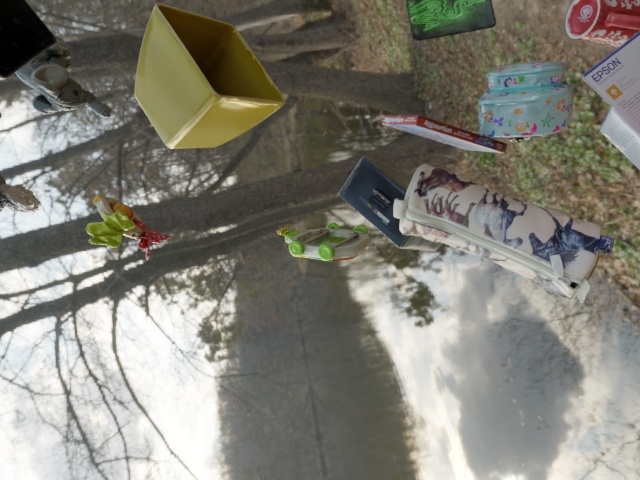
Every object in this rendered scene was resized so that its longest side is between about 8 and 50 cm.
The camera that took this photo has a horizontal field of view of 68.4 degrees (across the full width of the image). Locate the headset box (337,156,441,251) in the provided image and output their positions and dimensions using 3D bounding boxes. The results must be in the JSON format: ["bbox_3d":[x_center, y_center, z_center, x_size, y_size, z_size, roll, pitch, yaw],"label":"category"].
[{"bbox_3d":[0.221,-0.096,1.319,0.246,0.283,0.131,45,111,29],"label":"headset box"}]

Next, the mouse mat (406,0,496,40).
[{"bbox_3d":[0.297,-0.540,1.087,0.007,0.190,0.152,55,-151,-73],"label":"mouse mat"}]

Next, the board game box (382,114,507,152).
[{"bbox_3d":[0.308,-0.264,1.167,0.145,0.281,0.027,26,106,62],"label":"board game box"}]

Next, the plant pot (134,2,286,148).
[{"bbox_3d":[-0.238,-0.297,0.933,0.212,0.187,0.212,56,-148,8],"label":"plant pot"}]

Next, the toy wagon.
[{"bbox_3d":[0.000,0.000,1.684,0.267,0.344,0.068,-27,-62,-53],"label":"toy wagon"}]

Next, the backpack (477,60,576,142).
[{"bbox_3d":[0.507,-0.342,1.173,0.253,0.225,0.191,-46,-49,-48],"label":"backpack"}]

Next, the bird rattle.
[{"bbox_3d":[-0.614,-0.061,1.505,0.207,0.143,0.253,51,-163,21],"label":"bird rattle"}]

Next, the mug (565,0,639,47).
[{"bbox_3d":[0.619,-0.461,0.965,0.150,0.169,0.113,-171,82,-76],"label":"mug"}]

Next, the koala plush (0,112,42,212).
[{"bbox_3d":[-0.554,-0.089,0.700,0.221,0.196,0.203,99,162,-69],"label":"koala plush"}]

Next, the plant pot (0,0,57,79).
[{"bbox_3d":[-0.714,-0.430,0.970,0.187,0.167,0.188,58,-146,-36],"label":"plant pot"}]

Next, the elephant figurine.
[{"bbox_3d":[-0.751,-0.438,1.339,0.239,0.186,0.169,61,-178,15],"label":"elephant figurine"}]

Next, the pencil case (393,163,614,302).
[{"bbox_3d":[0.360,-0.022,0.978,0.183,0.410,0.159,-40,-30,-61],"label":"pencil case"}]

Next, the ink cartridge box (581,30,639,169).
[{"bbox_3d":[0.666,-0.239,0.823,0.330,0.324,0.071,52,170,12],"label":"ink cartridge box"}]
